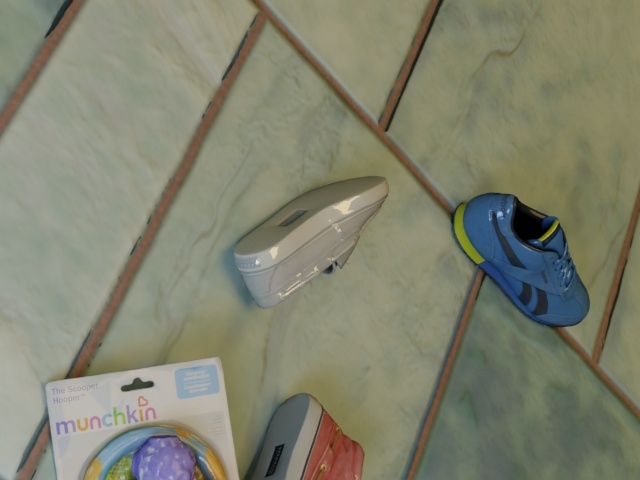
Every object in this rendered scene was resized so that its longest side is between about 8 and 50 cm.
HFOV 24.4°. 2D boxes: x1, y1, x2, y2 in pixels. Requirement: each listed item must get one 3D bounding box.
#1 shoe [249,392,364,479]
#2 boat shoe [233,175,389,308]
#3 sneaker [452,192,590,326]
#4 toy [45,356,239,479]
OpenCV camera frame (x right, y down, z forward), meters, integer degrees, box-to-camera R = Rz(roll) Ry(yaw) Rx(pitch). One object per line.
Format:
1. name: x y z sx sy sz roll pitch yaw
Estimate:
1. shoe: -0.019 0.214 1.187 0.081 0.063 0.178 44 47 -25
2. boat shoe: 0.000 0.000 1.273 0.184 0.066 0.063 -38 121 -47
3. sneaker: 0.223 0.022 1.485 0.209 0.082 0.069 40 51 -33
4. toy: -0.111 0.210 1.068 0.137 0.056 0.237 -7 88 -25
